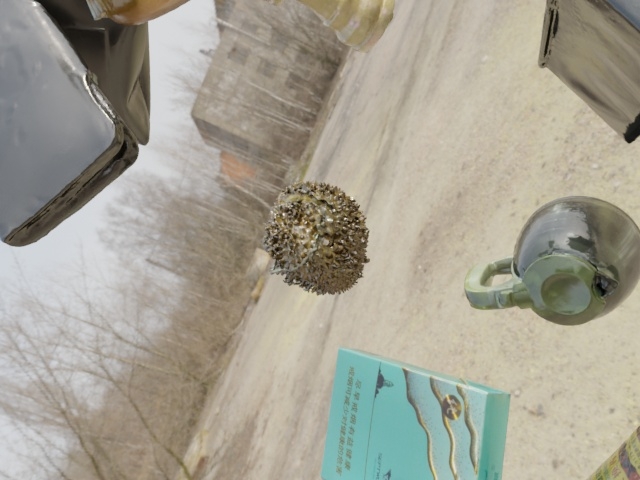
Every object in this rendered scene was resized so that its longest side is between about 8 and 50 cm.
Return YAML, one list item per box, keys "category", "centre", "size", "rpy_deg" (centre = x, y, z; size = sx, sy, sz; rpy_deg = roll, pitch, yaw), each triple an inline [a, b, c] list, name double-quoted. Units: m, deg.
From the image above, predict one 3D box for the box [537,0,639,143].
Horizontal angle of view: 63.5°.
- category: "box"
  centre: [0.446, -0.308, 0.650]
  size: [0.251, 0.204, 0.345]
  rpy_deg: [-44, -16, 15]

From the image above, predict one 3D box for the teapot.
- category: "teapot"
  centre: [0.454, 0.044, 1.029]
  size: [0.239, 0.321, 0.240]
  rpy_deg: [-32, -49, -50]

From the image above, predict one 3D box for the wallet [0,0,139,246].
- category: "wallet"
  centre: [-0.384, -0.185, 0.638]
  size: [0.197, 0.377, 0.051]
  rpy_deg: [-40, -18, 0]

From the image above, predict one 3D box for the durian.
- category: "durian"
  centre: [0.000, 0.000, 0.364]
  size: [0.080, 0.091, 0.080]
  rpy_deg: [-23, 49, 29]

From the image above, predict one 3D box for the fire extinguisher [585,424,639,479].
- category: "fire extinguisher"
  centre: [0.226, 0.235, 0.381]
  size: [0.075, 0.106, 0.252]
  rpy_deg: [-28, -34, -56]

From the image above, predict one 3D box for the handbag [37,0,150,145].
- category: "handbag"
  centre: [-0.423, -0.308, 0.831]
  size: [0.342, 0.287, 0.152]
  rpy_deg: [107, 152, -43]

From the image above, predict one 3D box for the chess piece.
- category: "chess piece"
  centre: [-0.072, -0.437, 0.838]
  size: [0.117, 0.397, 0.117]
  rpy_deg: [-43, 39, 48]

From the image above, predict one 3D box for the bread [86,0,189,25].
- category: "bread"
  centre: [-0.158, -0.341, 0.594]
  size: [0.241, 0.107, 0.136]
  rpy_deg: [-44, 28, -26]

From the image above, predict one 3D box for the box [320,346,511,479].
- category: "box"
  centre: [0.087, 0.213, 0.548]
  size: [0.229, 0.041, 0.162]
  rpy_deg: [-1, 80, 57]
